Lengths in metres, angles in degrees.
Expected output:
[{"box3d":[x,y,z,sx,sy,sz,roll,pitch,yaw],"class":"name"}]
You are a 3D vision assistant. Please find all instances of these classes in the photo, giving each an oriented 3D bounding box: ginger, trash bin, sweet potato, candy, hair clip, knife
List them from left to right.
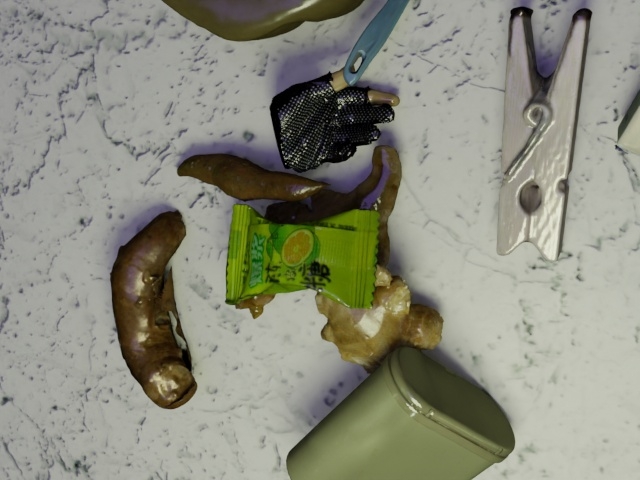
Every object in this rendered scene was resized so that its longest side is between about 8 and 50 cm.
[{"box3d":[-0.270,0.114,1.278,0.132,0.107,0.310,-7,94,33],"class":"ginger"},{"box3d":[-0.109,-0.092,1.193,0.273,0.067,0.067,13,104,30],"class":"sweet potato"},{"box3d":[-0.033,0.019,1.110,0.246,0.069,0.149,1,79,24],"class":"candy"},{"box3d":[-0.002,0.001,1.186,0.332,0.080,0.166,-27,93,16],"class":"ginger"},{"box3d":[0.089,0.123,1.156,0.157,0.102,0.216,-36,116,18],"class":"ginger"},{"box3d":[0.111,0.296,1.146,0.243,0.121,0.247,34,114,-27],"class":"trash bin"},{"box3d":[0.113,-0.349,1.081,0.044,0.019,0.313,32,93,4],"class":"knife"},{"box3d":[0.293,-0.139,1.062,0.101,0.085,0.331,6,108,19],"class":"hair clip"}]

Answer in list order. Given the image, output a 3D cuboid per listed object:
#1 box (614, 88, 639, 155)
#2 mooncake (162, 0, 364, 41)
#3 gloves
[{"box3d":[0.514,-0.126,0.976,0.269,0.079,0.135,28,131,11],"class":"box"},{"box3d":[-0.072,-0.456,1.066,0.378,0.201,0.379,4,105,15],"class":"mooncake"},{"box3d":[0.024,-0.175,1.145,0.180,0.106,0.129,-14,90,-6],"class":"gloves"}]
